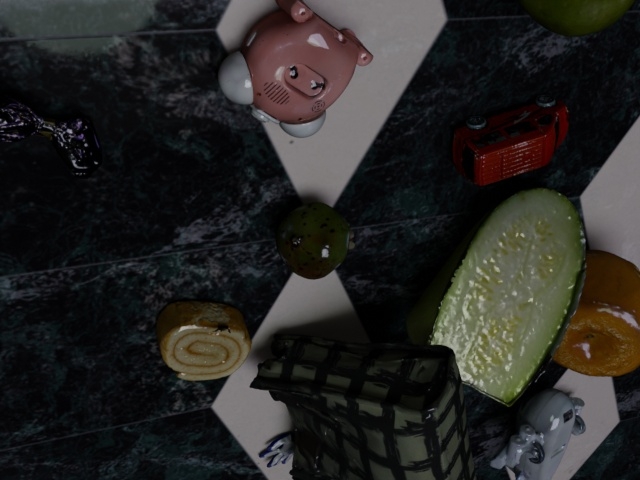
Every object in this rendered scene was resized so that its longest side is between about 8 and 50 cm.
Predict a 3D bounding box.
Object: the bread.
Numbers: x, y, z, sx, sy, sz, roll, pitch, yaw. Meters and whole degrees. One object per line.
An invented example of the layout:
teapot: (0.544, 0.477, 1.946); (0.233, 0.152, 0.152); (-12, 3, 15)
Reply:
bread: (-0.182, 0.160, 1.241); (0.149, 0.073, 0.122); (8, 122, -29)

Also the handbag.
handbag: (0.077, 0.305, 1.318); (0.163, 0.326, 0.325); (-56, 142, -40)

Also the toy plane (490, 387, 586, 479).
toy plane: (0.462, 0.420, 1.699); (0.266, 0.122, 0.267); (-28, 137, -29)

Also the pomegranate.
pomegranate: (0.000, 0.000, 1.199); (0.142, 0.114, 0.115); (-4, 129, -54)

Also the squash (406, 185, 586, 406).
squash: (0.319, 0.074, 1.319); (0.233, 0.210, 0.309); (30, 115, -15)

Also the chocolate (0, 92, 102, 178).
chocolate: (-0.335, -0.131, 0.978); (0.147, 0.070, 0.072); (21, 103, -46)

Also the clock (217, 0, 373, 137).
clock: (-0.033, -0.217, 1.029); (0.165, 0.093, 0.162); (26, 113, -37)

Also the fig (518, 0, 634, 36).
fig: (0.334, -0.354, 1.053); (0.181, 0.181, 0.191); (-27, 152, -5)

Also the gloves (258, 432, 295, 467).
gloves: (-0.074, 0.390, 1.490); (0.064, 0.026, 0.086); (25, 115, -34)

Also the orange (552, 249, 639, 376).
orange: (0.491, 0.120, 1.457); (0.248, 0.183, 0.249); (16, 138, 15)

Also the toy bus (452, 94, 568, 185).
toy bus: (0.304, -0.153, 1.232); (0.195, 0.089, 0.081); (-18, 130, -13)
